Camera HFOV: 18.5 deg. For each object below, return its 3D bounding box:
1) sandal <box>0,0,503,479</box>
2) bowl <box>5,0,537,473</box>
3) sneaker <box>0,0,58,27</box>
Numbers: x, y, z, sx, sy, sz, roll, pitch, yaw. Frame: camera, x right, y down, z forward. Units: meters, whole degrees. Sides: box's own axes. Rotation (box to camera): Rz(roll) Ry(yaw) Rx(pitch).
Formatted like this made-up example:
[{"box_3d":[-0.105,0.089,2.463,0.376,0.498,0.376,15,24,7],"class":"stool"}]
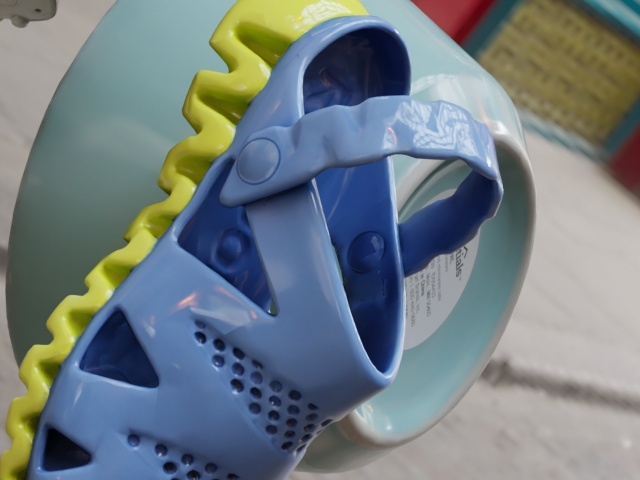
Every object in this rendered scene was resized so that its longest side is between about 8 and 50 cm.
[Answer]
[{"box_3d":[-0.026,0.038,0.827,0.138,0.317,0.126,20,-6,39],"class":"sandal"},{"box_3d":[0.000,0.000,1.040,0.163,0.312,0.311,25,4,31],"class":"bowl"},{"box_3d":[-0.191,-0.153,1.017,0.129,0.297,0.111,41,52,-22],"class":"sneaker"}]
